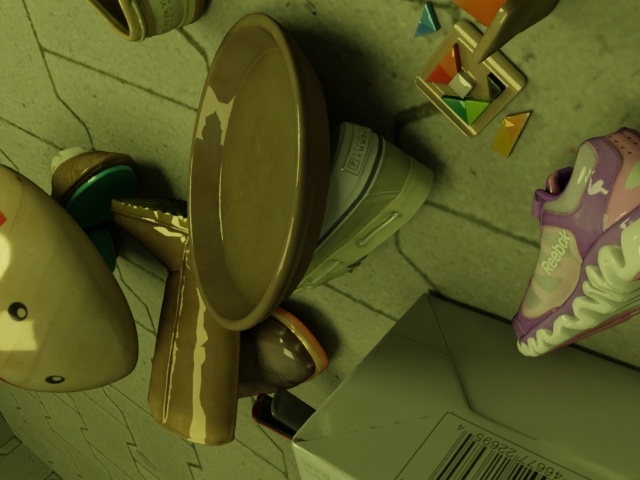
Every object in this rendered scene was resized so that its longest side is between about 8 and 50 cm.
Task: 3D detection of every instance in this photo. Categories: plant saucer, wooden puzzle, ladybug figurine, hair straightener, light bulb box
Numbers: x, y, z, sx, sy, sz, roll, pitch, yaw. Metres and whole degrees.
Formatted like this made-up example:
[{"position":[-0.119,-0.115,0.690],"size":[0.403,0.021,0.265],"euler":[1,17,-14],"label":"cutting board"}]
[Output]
[{"position":[-0.062,-0.059,0.639],"size":[0.278,0.041,0.277],"euler":[-8,81,62],"label":"plant saucer"},{"position":[0.109,-0.117,0.532],"size":[0.116,0.014,0.078],"euler":[43,145,10],"label":"wooden puzzle"},{"position":[-0.391,0.058,0.920],"size":[0.449,0.162,0.305],"euler":[18,134,52],"label":"ladybug figurine"},{"position":[0.024,0.258,0.914],"size":[0.230,0.047,0.089],"euler":[39,139,-19],"label":"hair straightener"},{"position":[0.198,0.294,0.648],"size":[0.358,0.225,0.360],"euler":[19,135,36],"label":"light bulb box"}]

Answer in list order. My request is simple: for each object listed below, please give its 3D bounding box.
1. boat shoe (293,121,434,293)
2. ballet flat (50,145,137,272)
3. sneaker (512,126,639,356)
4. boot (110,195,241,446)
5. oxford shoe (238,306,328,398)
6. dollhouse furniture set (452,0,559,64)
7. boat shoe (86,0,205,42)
[{"position":[0.000,0.000,0.689],"size":[0.094,0.109,0.302],"euler":[25,151,-12],"label":"boat shoe"},{"position":[-0.340,-0.057,1.033],"size":[0.124,0.116,0.342],"euler":[61,153,17],"label":"ballet flat"},{"position":[0.188,0.005,0.504],"size":[0.236,0.095,0.104],"euler":[99,147,-62],"label":"sneaker"},{"position":[-0.188,0.090,0.890],"size":[0.236,0.089,0.269],"euler":[17,104,37],"label":"boot"},{"position":[-0.119,0.180,0.972],"size":[0.130,0.133,0.364],"euler":[54,145,-7],"label":"oxford shoe"},{"position":[0.041,-0.253,0.365],"size":[0.262,0.135,0.259],"euler":[42,146,10],"label":"dollhouse furniture set"},{"position":[-0.234,-0.297,0.671],"size":[0.285,0.089,0.104],"euler":[41,146,13],"label":"boat shoe"}]
